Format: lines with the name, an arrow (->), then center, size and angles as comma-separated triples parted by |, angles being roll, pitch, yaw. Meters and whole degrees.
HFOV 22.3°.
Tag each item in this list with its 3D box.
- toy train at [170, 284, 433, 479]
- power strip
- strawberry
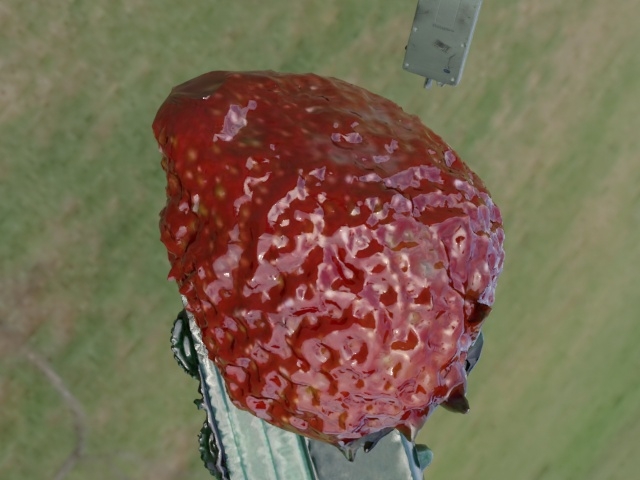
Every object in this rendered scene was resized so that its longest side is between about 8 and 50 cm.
toy train -> -0.009, 0.142, 1.299 | 0.178, 0.330, 0.138 | -16, 179, 3
power strip -> 0.094, -0.165, 1.256 | 0.136, 0.051, 0.019 | 100, 9, -52
strawberry -> 0.006, 0.000, 0.630 | 0.131, 0.131, 0.148 | -40, 123, -32
